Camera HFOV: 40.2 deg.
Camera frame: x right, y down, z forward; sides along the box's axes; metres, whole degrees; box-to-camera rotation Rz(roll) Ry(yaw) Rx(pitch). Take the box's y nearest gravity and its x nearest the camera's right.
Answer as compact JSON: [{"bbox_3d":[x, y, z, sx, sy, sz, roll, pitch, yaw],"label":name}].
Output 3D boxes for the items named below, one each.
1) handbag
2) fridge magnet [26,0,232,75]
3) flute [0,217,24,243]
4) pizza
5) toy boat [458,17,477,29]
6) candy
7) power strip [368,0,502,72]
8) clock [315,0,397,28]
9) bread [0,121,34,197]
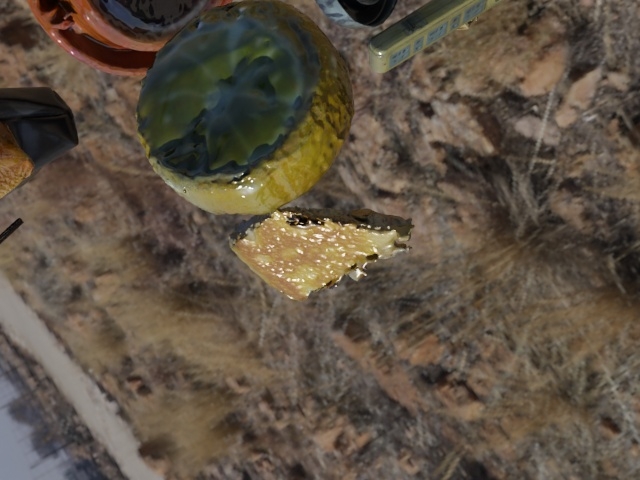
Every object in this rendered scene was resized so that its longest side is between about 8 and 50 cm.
[{"bbox_3d":[-0.608,-0.127,1.452,0.288,0.342,0.152,-33,74,45],"label":"handbag"},{"bbox_3d":[-0.288,-0.438,1.364,0.155,0.363,0.364,26,139,53],"label":"fridge magnet"},{"bbox_3d":[-0.571,0.046,1.418,0.014,0.269,0.014,16,134,18],"label":"flute"},{"bbox_3d":[0.000,0.000,1.217,0.189,0.071,0.297,36,147,-25],"label":"pizza"},{"bbox_3d":[0.345,-0.557,2.025,0.077,0.201,0.057,40,168,-28],"label":"toy boat"},{"bbox_3d":[-0.087,-0.152,1.007,0.260,0.260,0.118,52,-174,27],"label":"candy"},{"bbox_3d":[0.268,-0.472,1.827,0.066,0.387,0.092,55,173,16],"label":"power strip"},{"bbox_3d":[0.069,-0.615,1.895,0.061,0.312,0.313,-2,118,38],"label":"clock"},{"bbox_3d":[-0.430,-0.086,1.107,0.044,0.129,0.126,52,176,31],"label":"bread"}]
